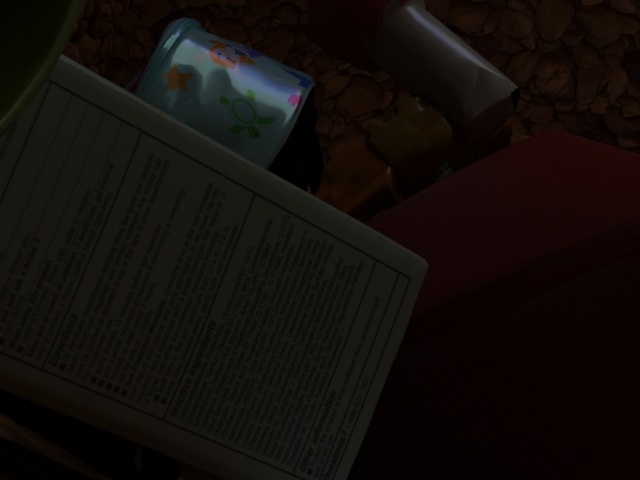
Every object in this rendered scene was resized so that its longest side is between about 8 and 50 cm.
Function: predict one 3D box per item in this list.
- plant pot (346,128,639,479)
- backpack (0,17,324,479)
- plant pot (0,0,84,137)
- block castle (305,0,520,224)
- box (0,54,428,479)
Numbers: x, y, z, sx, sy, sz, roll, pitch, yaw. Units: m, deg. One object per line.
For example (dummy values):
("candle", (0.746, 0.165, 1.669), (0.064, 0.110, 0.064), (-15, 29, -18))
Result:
("plant pot", (0.116, 0.099, 1.093), (0.236, 0.267, 0.267), (-15, 15, -15))
("backpack", (-0.105, -0.009, 1.035), (0.191, 0.253, 0.225), (30, -2, 1))
("plant pot", (-0.272, -0.127, 0.592), (0.294, 0.274, 0.275), (-6, -29, 43))
("block castle", (0.000, 0.000, 1.380), (0.213, 0.303, 0.453), (43, -11, 24))
("box", (-0.112, 0.008, 0.805), (0.311, 0.148, 0.121), (30, -11, -37))
